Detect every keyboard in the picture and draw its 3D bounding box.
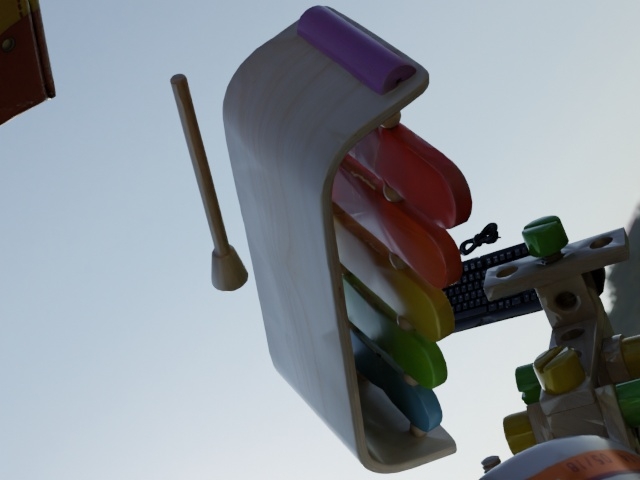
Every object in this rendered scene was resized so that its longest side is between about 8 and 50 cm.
[{"bbox_3d":[0.174,0.038,1.342,0.023,0.180,0.108,10,-111,-42],"label":"keyboard"}]

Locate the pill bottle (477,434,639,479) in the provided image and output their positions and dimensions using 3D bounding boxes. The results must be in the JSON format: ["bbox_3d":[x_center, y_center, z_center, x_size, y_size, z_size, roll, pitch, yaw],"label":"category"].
[{"bbox_3d":[0.227,0.301,0.672,0.224,0.392,0.224,-17,-56,-26],"label":"pill bottle"}]

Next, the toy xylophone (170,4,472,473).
[{"bbox_3d":[0.000,0.000,0.793,0.081,0.236,0.323,-26,-41,-21],"label":"toy xylophone"}]

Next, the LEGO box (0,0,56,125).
[{"bbox_3d":[-0.325,-0.191,0.421,0.372,0.193,0.500,-37,-32,-30],"label":"LEGO box"}]

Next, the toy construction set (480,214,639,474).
[{"bbox_3d":[0.239,0.102,0.970,0.257,0.309,0.237,-29,-75,-43],"label":"toy construction set"}]
